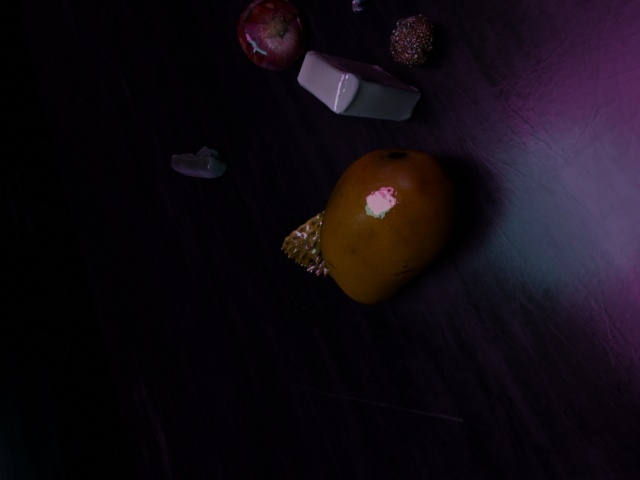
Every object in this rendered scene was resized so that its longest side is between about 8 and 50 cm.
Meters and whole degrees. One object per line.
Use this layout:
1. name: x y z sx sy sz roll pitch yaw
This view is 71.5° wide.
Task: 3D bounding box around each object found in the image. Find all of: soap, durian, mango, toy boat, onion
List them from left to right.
1. toy boat: -0.369 -0.233 1.313 0.260 0.078 0.085 13 81 44
2. onion: -0.107 -0.444 0.977 0.140 0.150 0.150 -154 61 -76
3. durian: 0.002 0.000 0.937 0.182 0.165 0.132 -15 42 26
4. soap: 0.069 -0.259 0.750 0.121 0.183 0.063 46 127 34
5. mango: 0.104 -0.015 0.764 0.211 0.173 0.317 35 133 15
6. durian: 0.152 -0.323 0.728 0.080 0.080 0.091 -45 43 41

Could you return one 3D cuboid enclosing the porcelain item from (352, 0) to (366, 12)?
1. porcelain item: 0.085 -0.498 0.817 0.075 0.021 0.136 -8 91 43
